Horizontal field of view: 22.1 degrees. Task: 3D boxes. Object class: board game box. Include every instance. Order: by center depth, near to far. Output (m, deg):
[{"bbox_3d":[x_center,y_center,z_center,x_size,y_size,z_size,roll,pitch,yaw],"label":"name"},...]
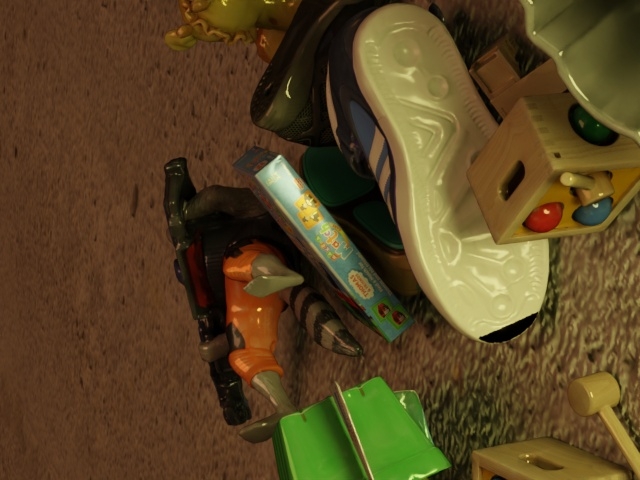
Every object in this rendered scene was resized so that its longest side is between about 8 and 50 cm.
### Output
[{"bbox_3d":[0.000,0.000,1.639,0.211,0.039,0.160,52,175,-11],"label":"board game box"}]

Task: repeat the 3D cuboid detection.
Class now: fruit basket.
[{"bbox_3d":[0.081,0.309,1.577,0.353,0.165,0.327,60,171,9],"label":"fruit basket"}]

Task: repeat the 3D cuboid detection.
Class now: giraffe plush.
[{"bbox_3d":[-0.081,-0.261,1.756,0.210,0.170,0.181,53,140,45],"label":"giraffe plush"}]

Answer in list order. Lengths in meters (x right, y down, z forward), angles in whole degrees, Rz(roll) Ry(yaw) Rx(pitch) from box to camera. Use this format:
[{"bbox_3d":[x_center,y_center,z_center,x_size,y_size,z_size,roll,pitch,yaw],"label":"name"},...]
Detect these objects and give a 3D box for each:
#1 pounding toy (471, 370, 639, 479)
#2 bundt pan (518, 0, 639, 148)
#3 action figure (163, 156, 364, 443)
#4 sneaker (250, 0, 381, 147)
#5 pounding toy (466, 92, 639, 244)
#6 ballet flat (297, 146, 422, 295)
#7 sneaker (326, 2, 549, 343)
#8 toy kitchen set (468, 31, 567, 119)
[{"bbox_3d":[0.206,0.216,1.388,0.181,0.094,0.206,17,111,61],"label":"pounding toy"},{"bbox_3d":[0.274,-0.190,1.027,0.330,0.124,0.331,32,145,26],"label":"bundt pan"},{"bbox_3d":[-0.060,0.078,1.815,0.330,0.178,0.341,-106,3,-58],"label":"action figure"},{"bbox_3d":[0.034,-0.193,1.657,0.228,0.130,0.087,-62,28,5],"label":"sneaker"},{"bbox_3d":[0.197,-0.055,1.300,0.141,0.130,0.100,-58,46,51],"label":"pounding toy"},{"bbox_3d":[0.041,-0.019,1.684,0.232,0.080,0.073,-129,26,-49],"label":"ballet flat"},{"bbox_3d":[0.101,-0.064,1.533,0.236,0.130,0.323,177,71,-83],"label":"sneaker"},{"bbox_3d":[0.184,-0.141,1.426,0.068,0.075,0.083,-34,99,21],"label":"toy kitchen set"}]
